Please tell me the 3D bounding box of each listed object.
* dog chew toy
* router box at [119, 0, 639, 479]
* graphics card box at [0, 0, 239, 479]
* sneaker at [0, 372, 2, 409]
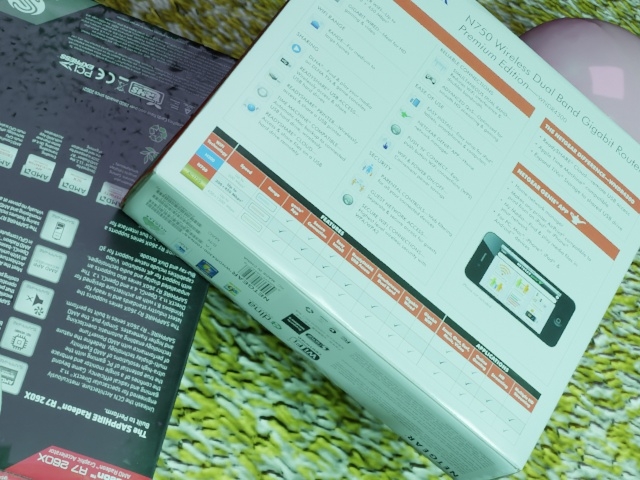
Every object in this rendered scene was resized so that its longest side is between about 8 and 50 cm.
[{"bbox_3d":[0.188,-0.101,1.275,0.331,0.207,0.207,-16,61,-28],"label":"dog chew toy"},{"bbox_3d":[0.073,-0.036,0.990,0.335,0.082,0.301,40,60,-8],"label":"router box"},{"bbox_3d":[-0.194,0.003,0.959,0.232,0.094,0.371,19,66,-12],"label":"graphics card box"},{"bbox_3d":[-0.258,0.158,0.787,0.084,0.097,0.235,24,84,-12],"label":"sneaker"}]
